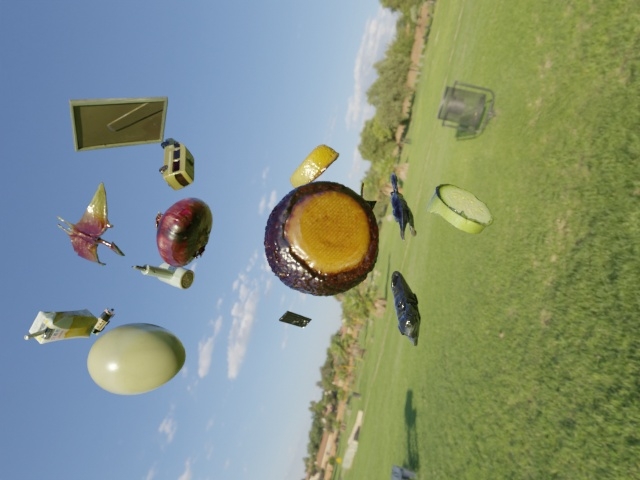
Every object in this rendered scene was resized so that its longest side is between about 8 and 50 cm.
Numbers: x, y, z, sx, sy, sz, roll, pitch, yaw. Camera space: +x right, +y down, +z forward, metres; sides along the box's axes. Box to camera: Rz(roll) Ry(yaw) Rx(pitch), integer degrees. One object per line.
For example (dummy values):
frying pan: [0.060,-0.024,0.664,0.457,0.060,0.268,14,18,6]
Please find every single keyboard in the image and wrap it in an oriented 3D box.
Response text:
keyboard: [-0.110,0.356,1.854,0.061,0.013,0.204,-47,-36,6]

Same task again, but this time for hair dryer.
hair dryer: [-0.787,0.148,2.003,0.357,0.173,0.107,36,-111,-66]

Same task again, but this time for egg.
egg: [-0.487,0.314,1.107,0.186,0.242,0.186,-7,81,57]

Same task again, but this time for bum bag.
bum bag: [0.317,0.248,1.516,0.340,0.095,0.144,-88,-23,-62]

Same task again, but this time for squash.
squash: [0.467,-0.088,1.413,0.133,0.220,0.220,-62,-1,28]

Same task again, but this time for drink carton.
drink carton: [-0.709,0.231,1.107,0.084,0.074,0.200,-57,-20,5]

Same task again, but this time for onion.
onion: [-0.680,-0.054,1.992,0.347,0.285,0.347,23,-90,-80]

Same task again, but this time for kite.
kite: [0.137,-0.114,1.354,0.190,0.010,0.159,-1,-92,-51]

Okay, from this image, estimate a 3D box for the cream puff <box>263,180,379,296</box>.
cream puff: [0.000,0.000,0.848,0.165,0.239,0.239,136,152,-71]

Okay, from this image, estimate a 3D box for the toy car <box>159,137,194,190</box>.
toy car: [-0.607,-0.340,1.771,0.101,0.124,0.256,64,-169,-54]

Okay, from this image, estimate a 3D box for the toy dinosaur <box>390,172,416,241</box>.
toy dinosaur: [0.326,-0.132,1.693,0.162,0.077,0.294,36,-146,-70]

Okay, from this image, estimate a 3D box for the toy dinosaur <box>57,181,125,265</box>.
toy dinosaur: [-0.717,-0.042,1.307,0.327,0.207,0.113,95,-175,-48]

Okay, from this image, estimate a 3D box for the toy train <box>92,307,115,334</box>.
toy train: [-1.003,0.374,1.898,0.138,0.050,0.087,-54,11,-7]

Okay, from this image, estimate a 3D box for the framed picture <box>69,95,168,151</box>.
framed picture: [-0.731,-0.428,1.513,0.324,0.020,0.240,-17,-22,-32]

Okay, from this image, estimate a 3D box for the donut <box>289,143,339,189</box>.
donut: [-0.023,-0.205,1.156,0.162,0.065,0.178,-44,8,1]
